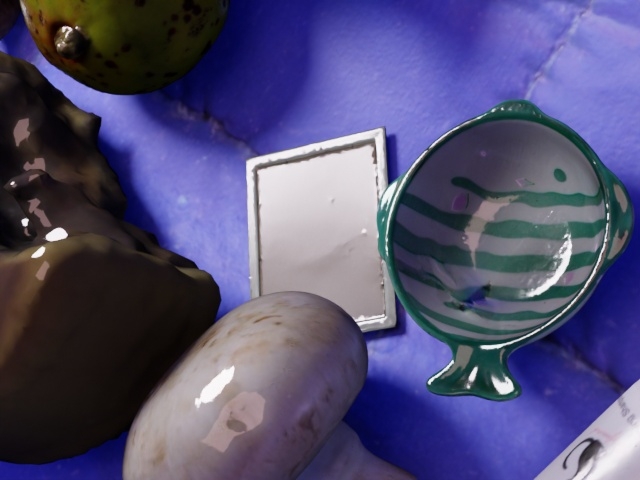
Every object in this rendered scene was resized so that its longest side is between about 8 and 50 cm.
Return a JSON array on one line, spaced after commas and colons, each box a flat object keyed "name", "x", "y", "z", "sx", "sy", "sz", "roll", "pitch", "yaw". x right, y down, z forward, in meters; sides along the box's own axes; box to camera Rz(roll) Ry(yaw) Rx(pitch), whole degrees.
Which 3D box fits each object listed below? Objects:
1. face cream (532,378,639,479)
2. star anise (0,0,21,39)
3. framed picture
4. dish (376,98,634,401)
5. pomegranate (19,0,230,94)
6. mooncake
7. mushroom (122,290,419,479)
[{"name": "face cream", "x": 0.159, "y": 0.275, "z": 1.318, "sx": 0.370, "sy": 0.145, "sz": 0.145, "roll": -45, "pitch": 59, "yaw": 8}, {"name": "star anise", "x": -0.337, "y": -0.332, "z": 1.800, "sx": 0.331, "sy": 0.117, "sz": 0.332, "roll": -11, "pitch": 70, "yaw": 32}, {"name": "framed picture", "x": 0.000, "y": 0.000, "z": 1.572, "sx": 0.142, "sy": 0.011, "sz": 0.183, "roll": -12, "pitch": 69, "yaw": 25}, {"name": "dish", "x": 0.152, "y": 0.014, "z": 1.444, "sx": 0.224, "sy": 0.078, "sz": 0.246, "roll": 3, "pitch": 75, "yaw": 30}, {"name": "pomegranate", "x": -0.179, "y": -0.253, "z": 1.646, "sx": 0.198, "sy": 0.198, "sz": 0.246, "roll": -7, "pitch": 68, "yaw": 27}, {"name": "mooncake", "x": -0.282, "y": -0.003, "z": 1.588, "sx": 0.393, "sy": 0.246, "sz": 0.394, "roll": -13, "pitch": 68, "yaw": 34}, {"name": "mushroom", "x": -0.031, "y": 0.170, "z": 1.435, "sx": 0.243, "sy": 0.243, "sz": 0.243, "roll": -9, "pitch": 70, "yaw": 26}]
